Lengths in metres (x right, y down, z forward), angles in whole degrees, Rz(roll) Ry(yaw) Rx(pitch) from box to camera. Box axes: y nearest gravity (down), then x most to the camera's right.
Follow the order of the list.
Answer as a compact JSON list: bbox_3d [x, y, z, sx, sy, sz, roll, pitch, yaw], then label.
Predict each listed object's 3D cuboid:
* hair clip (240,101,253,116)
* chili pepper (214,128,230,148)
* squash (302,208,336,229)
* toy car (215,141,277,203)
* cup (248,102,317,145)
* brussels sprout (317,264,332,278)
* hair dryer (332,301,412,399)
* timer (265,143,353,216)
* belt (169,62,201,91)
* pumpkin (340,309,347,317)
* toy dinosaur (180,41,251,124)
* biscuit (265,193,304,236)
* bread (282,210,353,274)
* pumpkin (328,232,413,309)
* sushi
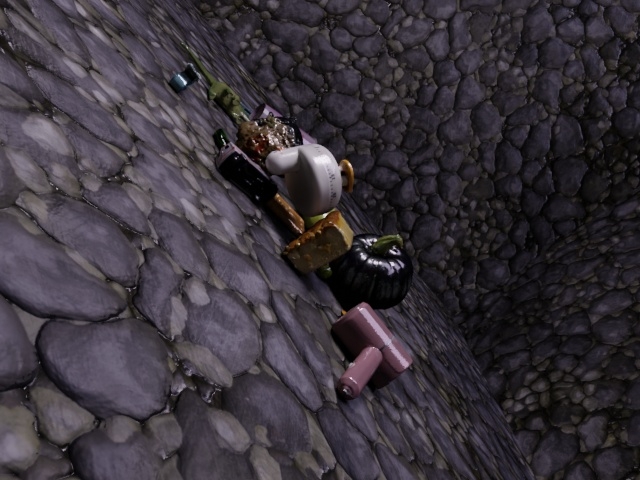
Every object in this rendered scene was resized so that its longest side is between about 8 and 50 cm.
[{"bbox_3d":[-0.297,-0.556,2.492,0.275,0.048,0.083,42,16,-21],"label":"hair clip"},{"bbox_3d":[-0.296,-0.300,1.707,0.182,0.050,0.073,52,19,16],"label":"chili pepper"},{"bbox_3d":[-0.002,-0.097,2.003,0.132,0.133,0.247,45,13,-31],"label":"squash"},{"bbox_3d":[-0.223,-0.204,1.604,0.210,0.089,0.108,39,12,-35],"label":"toy car"},{"bbox_3d":[-0.181,-0.461,2.327,0.288,0.203,0.203,37,18,-31],"label":"cup"},{"bbox_3d":[0.012,0.093,1.705,0.051,0.046,0.083,54,9,-23],"label":"brussels sprout"},{"bbox_3d":[0.101,0.292,1.322,0.210,0.125,0.352,52,19,6],"label":"hair dryer"},{"bbox_3d":[-0.047,-0.188,1.659,0.233,0.240,0.233,40,-42,49],"label":"timer"},{"bbox_3d":[-0.444,-0.546,1.763,0.065,0.100,0.179,52,9,-20],"label":"belt"},{"bbox_3d":[0.087,0.244,1.583,0.083,0.028,0.050,46,12,14],"label":"pumpkin"},{"bbox_3d":[-0.401,-0.603,2.156,0.447,0.087,0.300,45,7,-37],"label":"toy dinosaur"},{"bbox_3d":[-0.139,-0.118,1.795,0.249,0.030,0.160,47,13,-18],"label":"biscuit"},{"bbox_3d":[0.000,0.000,1.607,0.114,0.185,0.274,60,11,-5],"label":"bread"},{"bbox_3d":[0.173,0.079,1.754,0.295,0.296,0.296,49,12,-14],"label":"pumpkin"},{"bbox_3d":[-0.176,-0.329,1.811,0.219,0.239,0.224,-9,96,-68],"label":"sushi"}]
